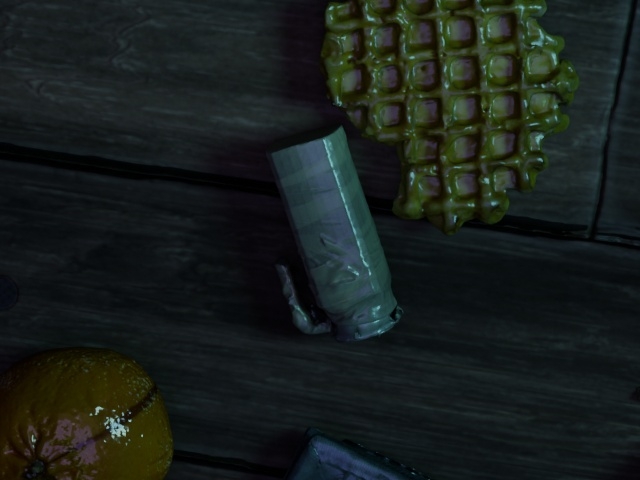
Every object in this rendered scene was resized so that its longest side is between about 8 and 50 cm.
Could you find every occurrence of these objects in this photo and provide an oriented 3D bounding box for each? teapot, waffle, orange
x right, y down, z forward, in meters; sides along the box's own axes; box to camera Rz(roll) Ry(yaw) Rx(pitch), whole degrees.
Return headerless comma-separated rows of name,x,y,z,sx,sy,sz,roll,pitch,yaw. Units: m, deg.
teapot,0.000,0.000,1.603,0.107,0.077,0.200,-16,102,13
waffle,0.107,-0.141,1.571,0.253,0.056,0.249,28,103,-4
orange,-0.238,0.194,1.625,0.193,0.161,0.193,0,107,1

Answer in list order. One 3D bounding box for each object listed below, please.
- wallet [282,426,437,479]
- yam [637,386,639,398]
wallet,0.094,0.356,1.684,0.342,0.075,0.237,25,107,-2
yam,0.360,0.163,1.644,0.107,0.014,0.014,16,104,1
